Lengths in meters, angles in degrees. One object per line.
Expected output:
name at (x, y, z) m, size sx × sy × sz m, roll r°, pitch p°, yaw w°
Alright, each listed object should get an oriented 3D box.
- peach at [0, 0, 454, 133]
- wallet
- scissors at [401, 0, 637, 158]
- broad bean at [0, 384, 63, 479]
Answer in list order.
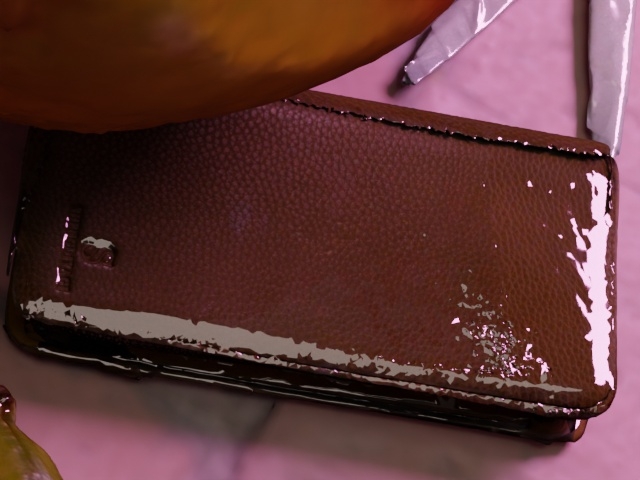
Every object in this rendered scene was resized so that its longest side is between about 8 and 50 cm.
peach at (-0.072, -0.213, 0.567) m, size 0.372 × 0.290 × 0.373 m, roll 7°, pitch 58°, yaw -11°
wallet at (0.000, 0.000, 0.633) m, size 0.198 × 0.031 × 0.110 m, roll 11°, pitch 62°, yaw -10°
scissors at (0.110, -0.135, 0.743) m, size 0.144 × 0.017 × 0.248 m, roll 26°, pitch 62°, yaw -1°
broad bean at (-0.083, 0.129, 0.529) m, size 0.048 × 0.070 × 0.214 m, roll 6°, pitch 52°, yaw -32°
